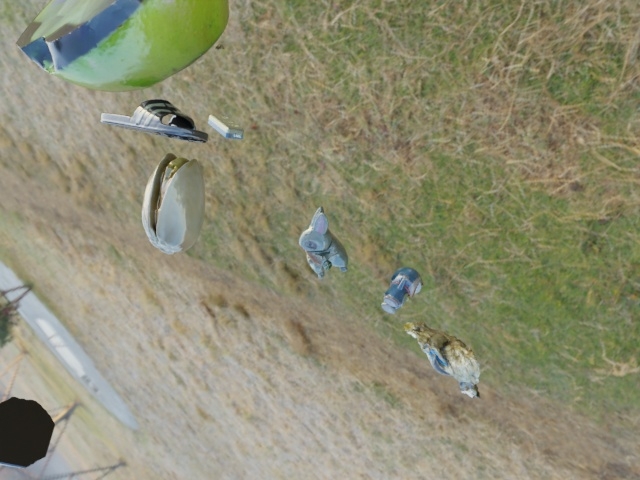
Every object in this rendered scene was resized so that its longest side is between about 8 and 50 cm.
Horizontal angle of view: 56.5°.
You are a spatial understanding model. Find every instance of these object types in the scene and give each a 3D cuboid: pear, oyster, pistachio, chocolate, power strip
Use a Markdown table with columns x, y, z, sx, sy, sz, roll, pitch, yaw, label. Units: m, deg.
| x | y | z | sx | sy | sz | roll | pitch | yaw | label |
| --- | --- | --- | --- | --- | --- | --- | --- | --- | --- |
| -0.302 | -0.382 | 1.018 | 0.399 | 0.398 | 0.165 | 14 | 152 | 45 | pear |
| 0.268 | 0.238 | 1.274 | 0.223 | 0.083 | 0.214 | 44 | 180 | 30 | oyster |
| -0.309 | -0.075 | 1.269 | 0.144 | 0.144 | 0.215 | 21 | 101 | 40 | pistachio |
| -0.687 | 0.426 | 1.307 | 0.133 | 0.156 | 0.156 | -27 | 102 | 41 | chocolate |
| -0.262 | -0.316 | 1.655 | 0.123 | 0.056 | 0.032 | 41 | 124 | 43 | power strip |

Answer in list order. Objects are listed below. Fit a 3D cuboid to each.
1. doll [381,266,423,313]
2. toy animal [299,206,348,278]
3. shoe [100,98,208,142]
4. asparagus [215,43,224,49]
| x | y | z | sx | sy | sz | roll | pitch | yaw | label |
| --- | --- | --- | --- | --- | --- | --- | --- | --- | --- |
| 0.221 | 0.129 | 1.611 | 0.086 | 0.152 | 0.114 | 32 | 141 | 15 | doll |
| -0.003 | -0.001 | 1.708 | 0.127 | 0.125 | 0.251 | 34 | 158 | 35 | toy animal |
| -0.232 | -0.173 | 0.823 | 0.179 | 0.071 | 0.049 | 15 | 95 | 29 | shoe |
| -0.286 | -0.553 | 1.703 | 0.016 | 0.016 | 0.163 | 20 | -164 | -11 | asparagus |
